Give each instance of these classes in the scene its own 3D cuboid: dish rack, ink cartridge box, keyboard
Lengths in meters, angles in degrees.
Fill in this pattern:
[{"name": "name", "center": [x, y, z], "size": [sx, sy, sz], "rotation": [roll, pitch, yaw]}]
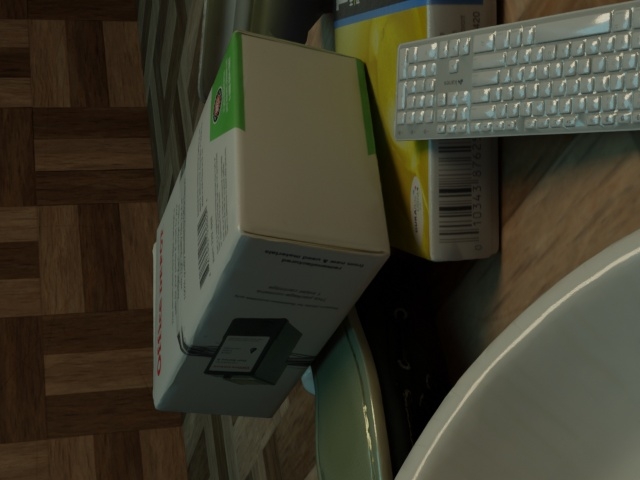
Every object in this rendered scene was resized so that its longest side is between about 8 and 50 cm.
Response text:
[{"name": "dish rack", "center": [-0.022, -0.309, 0.930], "size": [0.285, 0.072, 0.333], "rotation": [-61, -12, -47]}, {"name": "ink cartridge box", "center": [0.059, -0.152, 0.847], "size": [0.307, 0.072, 0.304], "rotation": [-162, 67, -70]}, {"name": "ink cartridge box", "center": [-0.059, 0.000, 0.847], "size": [0.289, 0.121, 0.211], "rotation": [122, 150, -49]}, {"name": "keyboard", "center": [0.126, -0.102, 0.612], "size": [0.256, 0.014, 0.072], "rotation": [6, 101, 57]}]

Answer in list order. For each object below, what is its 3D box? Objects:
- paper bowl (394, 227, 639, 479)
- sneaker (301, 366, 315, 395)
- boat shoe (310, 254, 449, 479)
[{"name": "paper bowl", "center": [0.151, 0.123, 0.300], "size": [0.284, 0.148, 0.284], "rotation": [-39, 22, 19]}, {"name": "sneaker", "center": [0.001, 0.130, 1.123], "size": [0.152, 0.053, 0.061], "rotation": [-122, 36, -60]}, {"name": "boat shoe", "center": [0.054, 0.125, 0.836], "size": [0.340, 0.113, 0.127], "rotation": [-107, 32, -50]}]
